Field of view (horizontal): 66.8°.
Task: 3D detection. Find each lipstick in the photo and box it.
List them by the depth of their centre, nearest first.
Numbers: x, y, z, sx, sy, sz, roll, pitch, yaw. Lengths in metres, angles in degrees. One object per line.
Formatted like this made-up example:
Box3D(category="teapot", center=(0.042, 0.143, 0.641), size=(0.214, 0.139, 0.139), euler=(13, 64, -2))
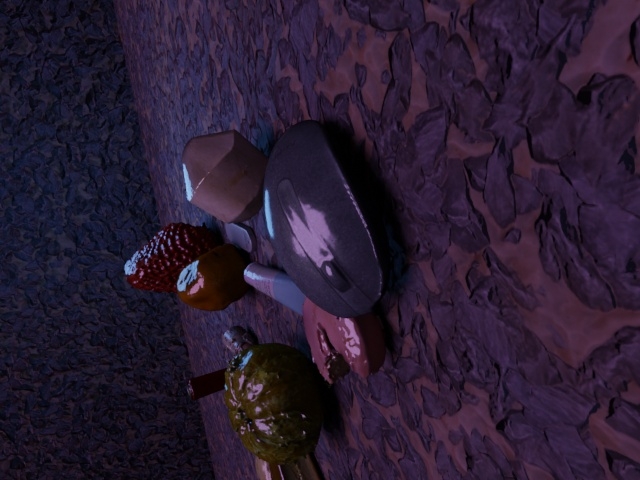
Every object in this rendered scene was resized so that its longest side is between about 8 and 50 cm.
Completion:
Box3D(category="lipstick", center=(-0.355, 0.500, 1.747), size=(0.080, 0.241, 0.080), euler=(39, 135, 52))

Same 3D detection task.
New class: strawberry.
Box3D(category="strawberry", center=(-0.551, 0.075, 1.808), size=(0.312, 0.352, 0.267), euler=(17, 126, 55))

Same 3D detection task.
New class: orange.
Box3D(category="orange", center=(-0.103, 0.397, 1.205), size=(0.301, 0.223, 0.300), euler=(51, 141, 32))
Box3D(category="orange", center=(-0.339, 0.133, 1.556), size=(0.183, 0.249, 0.249), euler=(58, 154, 0))

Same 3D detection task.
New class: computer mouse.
Box3D(category="computer mouse", center=(-0.010, -0.045, 0.826), size=(0.203, 0.114, 0.373), euler=(-39, 62, 31))

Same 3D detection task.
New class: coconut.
Box3D(category="coconut", center=(-0.224, -0.157, 1.145), size=(0.222, 0.202, 0.202), euler=(34, 160, -16))

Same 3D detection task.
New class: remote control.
Box3D(category="remote control", center=(-0.252, -0.016, 1.521), size=(0.245, 0.022, 0.077), euler=(20, 123, 60))

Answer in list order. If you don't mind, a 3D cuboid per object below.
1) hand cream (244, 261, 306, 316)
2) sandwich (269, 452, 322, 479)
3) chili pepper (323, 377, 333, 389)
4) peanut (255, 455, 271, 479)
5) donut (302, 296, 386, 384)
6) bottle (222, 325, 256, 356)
Box3D(category="hand cream", center=(-0.096, 0.117, 1.243), size=(0.312, 0.070, 0.111), euler=(18, 118, 52))
Box3D(category="sandwich", center=(-0.071, 0.670, 1.400), size=(0.235, 0.122, 0.128), euler=(66, 149, 26))
Box3D(category="chili pepper", center=(0.015, 0.315, 1.147), size=(0.027, 0.022, 0.083), euler=(-18, 85, 32))
Box3D(category="peanut", center=(-0.150, 0.675, 1.539), size=(0.318, 0.148, 0.147), euler=(67, 154, 11))
Box3D(category="donut", center=(0.040, 0.169, 0.939), size=(0.233, 0.085, 0.198), euler=(-40, 67, 63))
Box3D(category="bottle", center=(-0.267, 0.366, 1.680), size=(0.152, 0.099, 0.098), euler=(32, 131, 47))
